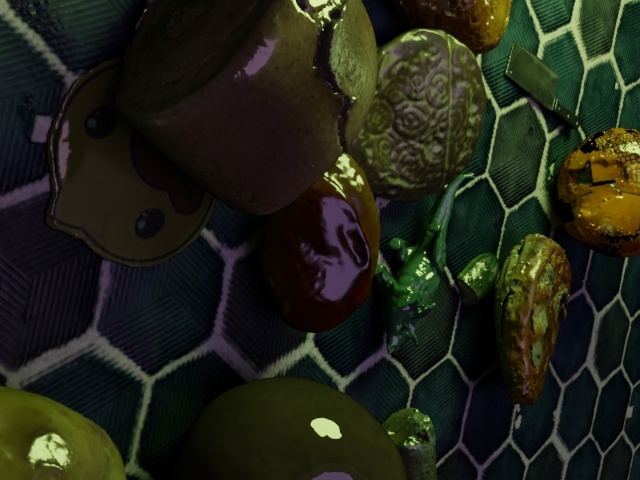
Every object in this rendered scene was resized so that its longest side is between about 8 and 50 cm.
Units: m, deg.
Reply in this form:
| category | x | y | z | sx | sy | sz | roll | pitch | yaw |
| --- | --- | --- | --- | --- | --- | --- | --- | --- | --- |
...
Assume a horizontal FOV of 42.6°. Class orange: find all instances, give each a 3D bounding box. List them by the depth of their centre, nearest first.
| category | x | y | z | sx | sy | sz | roll | pitch | yaw |
| --- | --- | --- | --- | --- | --- | --- | --- | --- | --- |
| orange | 0.541 | -0.085 | 1.472 | 0.182 | 0.234 | 0.234 | 24 | 81 | -64 |

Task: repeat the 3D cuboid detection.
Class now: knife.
| category | x | y | z | sx | sy | sz | roll | pitch | yaw |
| --- | --- | --- | --- | --- | --- | --- | --- | --- | --- |
| knife | 0.397 | -0.268 | 1.436 | 0.245 | 0.019 | 0.072 | 25 | 79 | -43 |

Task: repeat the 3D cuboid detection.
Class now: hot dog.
| category | x | y | z | sx | sy | sz | roll | pitch | yaw |
| --- | --- | --- | --- | --- | --- | --- | --- | --- | --- |
| hot dog | 0.175 | -0.368 | 1.133 | 0.259 | 0.114 | 0.175 | 50 | 58 | -49 |

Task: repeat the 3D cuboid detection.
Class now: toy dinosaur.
| category | x | y | z | sx | sy | sz | roll | pitch | yaw |
| --- | --- | --- | --- | --- | --- | --- | --- | --- | --- |
| toy dinosaur | 0.143 | 0.027 | 1.208 | 0.120 | 0.079 | 0.292 | 15 | 88 | -51 |

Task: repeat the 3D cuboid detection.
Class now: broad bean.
| category | x | y | z | sx | sy | sz | roll | pitch | yaw |
| --- | --- | --- | --- | --- | --- | --- | --- | --- | --- |
| broad bean | -0.003 | 0.000 | 1.026 | 0.156 | 0.122 | 0.228 | -2 | 94 | -19 |

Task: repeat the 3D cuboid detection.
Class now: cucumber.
| category | x | y | z | sx | sy | sz | roll | pitch | yaw |
| --- | --- | --- | --- | --- | --- | --- | --- | --- | --- |
| cucumber | 0.274 | 0.061 | 1.372 | 0.107 | 0.035 | 0.067 | -41 | 123 | -35 |

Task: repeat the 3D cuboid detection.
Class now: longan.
| category | x | y | z | sx | sy | sz | roll | pitch | yaw |
| --- | --- | --- | --- | --- | --- | --- | --- | --- | --- |
| longan | -0.040 | 0.301 | 0.946 | 0.297 | 0.297 | 0.297 | -11 | 106 | -43 |

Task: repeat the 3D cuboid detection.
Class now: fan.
| category | x | y | z | sx | sy | sz | roll | pitch | yaw |
| --- | --- | --- | --- | --- | --- | --- | --- | --- | --- |
| fan | -0.166 | -0.108 | 0.916 | 0.335 | 0.011 | 0.229 | -40 | 123 | -33 |

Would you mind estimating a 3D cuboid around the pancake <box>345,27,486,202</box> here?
| category | x | y | z | sx | sy | sz | roll | pitch | yaw |
| --- | --- | --- | --- | --- | --- | --- | --- | --- | --- |
| pancake | 0.129 | -0.167 | 1.142 | 0.250 | 0.031 | 0.250 | -13 | 119 | -25 |

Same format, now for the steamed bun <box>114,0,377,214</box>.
| category | x | y | z | sx | sy | sz | roll | pitch | yaw |
| --- | --- | --- | --- | --- | --- | --- | --- | --- | --- |
| steamed bun | -0.044 | -0.192 | 0.874 | 0.251 | 0.199 | 0.301 | 42 | 64 | -38 |

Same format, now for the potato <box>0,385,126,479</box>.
| category | x | y | z | sx | sy | sz | roll | pitch | yaw |
| --- | --- | --- | --- | --- | --- | --- | --- | --- | --- |
| potato | -0.307 | 0.269 | 0.705 | 0.237 | 0.289 | 0.300 | 43 | 24 | -56 |

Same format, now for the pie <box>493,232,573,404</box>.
| category | x | y | z | sx | sy | sz | roll | pitch | yaw |
| --- | --- | --- | --- | --- | --- | --- | --- | --- | --- |
| pie | 0.367 | 0.127 | 1.423 | 0.308 | 0.086 | 0.308 | -16 | 109 | -57 |

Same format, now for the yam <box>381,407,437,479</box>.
| category | x | y | z | sx | sy | sz | roll | pitch | yaw |
| --- | --- | --- | --- | --- | --- | --- | --- | --- | --- |
| yam | 0.140 | 0.393 | 1.271 | 0.093 | 0.093 | 0.259 | -22 | 113 | -40 |
